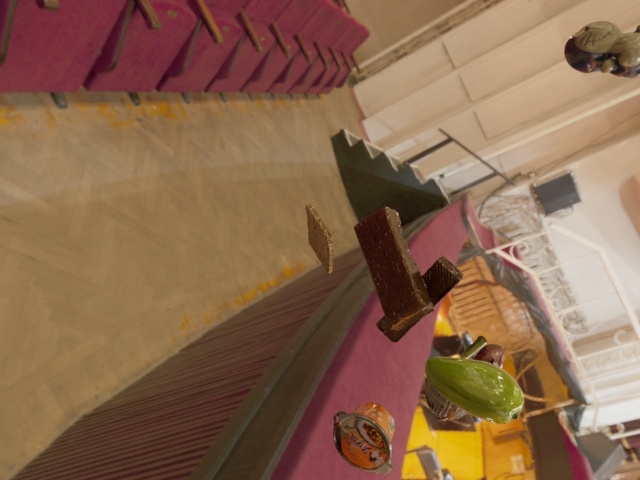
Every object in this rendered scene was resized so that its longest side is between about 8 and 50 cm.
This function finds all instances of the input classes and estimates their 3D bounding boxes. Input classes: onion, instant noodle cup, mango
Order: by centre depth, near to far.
[{"bbox_3d":[0.140,0.555,1.384,0.208,0.178,0.125,59,30,2],"label":"instant noodle cup"},{"bbox_3d":[0.523,0.496,1.643,0.192,0.343,0.156,-46,147,-38],"label":"mango"},{"bbox_3d":[0.753,0.562,2.202,0.098,0.151,0.206,33,78,-35],"label":"onion"}]

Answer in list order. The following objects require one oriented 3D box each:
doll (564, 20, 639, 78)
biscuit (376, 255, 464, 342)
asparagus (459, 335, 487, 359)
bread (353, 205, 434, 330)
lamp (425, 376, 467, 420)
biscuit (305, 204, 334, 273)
[{"bbox_3d":[0.905,-0.603,1.487,0.258,0.228,0.154,39,-12,35],"label":"doll"},{"bbox_3d":[0.357,0.223,1.744,0.107,0.388,0.073,44,30,12],"label":"biscuit"},{"bbox_3d":[0.603,0.458,1.936,0.041,0.178,0.045,45,-8,49],"label":"asparagus"},{"bbox_3d":[0.256,0.094,1.682,0.113,0.165,0.416,17,48,-47],"label":"bread"},{"bbox_3d":[0.573,0.657,2.098,0.233,0.233,0.265,-41,146,-68],"label":"lamp"},{"bbox_3d":[0.000,0.000,1.347,0.131,0.025,0.231,58,-13,23],"label":"biscuit"}]
